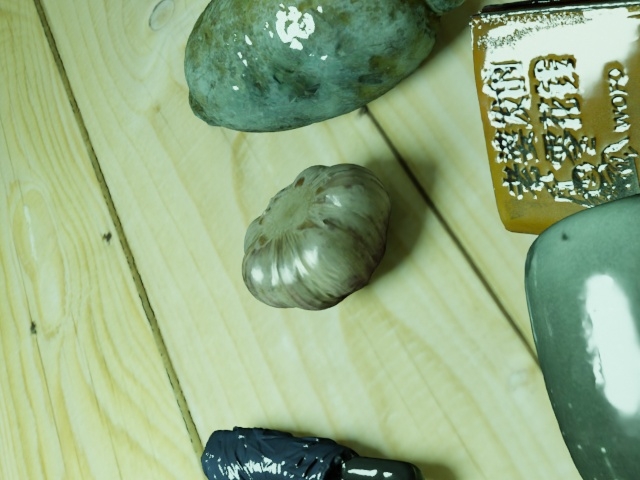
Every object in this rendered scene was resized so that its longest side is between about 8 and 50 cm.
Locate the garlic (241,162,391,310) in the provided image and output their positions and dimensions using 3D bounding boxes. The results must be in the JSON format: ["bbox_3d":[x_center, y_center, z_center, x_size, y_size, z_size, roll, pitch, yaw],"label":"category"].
[{"bbox_3d":[0.000,0.000,0.853,0.159,0.102,0.147,-44,35,6],"label":"garlic"}]

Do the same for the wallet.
[{"bbox_3d":[0.192,-0.086,0.681,0.161,0.042,0.195,9,120,46],"label":"wallet"}]

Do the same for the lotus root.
[{"bbox_3d":[-0.025,-0.198,0.902,0.349,0.175,0.175,-22,61,38],"label":"lotus root"}]

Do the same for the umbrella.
[{"bbox_3d":[-0.006,0.206,0.814,0.248,0.071,0.071,-5,71,37],"label":"umbrella"}]

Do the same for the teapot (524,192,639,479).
[{"bbox_3d":[0.277,0.125,0.529,0.223,0.305,0.285,138,133,-72],"label":"teapot"}]
